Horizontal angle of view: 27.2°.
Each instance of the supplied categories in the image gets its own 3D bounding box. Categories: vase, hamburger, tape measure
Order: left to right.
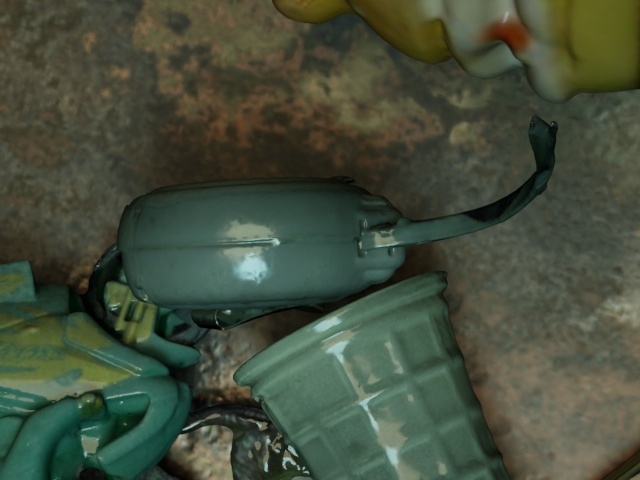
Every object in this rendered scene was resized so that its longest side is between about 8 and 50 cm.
[{"bbox_3d":[0.001,0.001,0.673,0.164,0.330,0.084,-9,92,-23],"label":"tape measure"},{"bbox_3d":[0.076,0.180,0.756,0.143,0.143,0.298,-27,81,5],"label":"vase"},{"bbox_3d":[0.094,-0.221,0.718,0.237,0.276,0.276,9,91,18],"label":"hamburger"}]

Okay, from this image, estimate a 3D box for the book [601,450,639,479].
[{"bbox_3d":[0.313,0.311,0.801,0.300,0.039,0.428,-39,86,5],"label":"book"}]

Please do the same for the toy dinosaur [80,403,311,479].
[{"bbox_3d":[-0.123,0.210,0.832,0.294,0.077,0.162,-19,84,-9],"label":"toy dinosaur"}]

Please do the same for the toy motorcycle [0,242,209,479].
[{"bbox_3d":[-0.194,0.103,0.792,0.297,0.109,0.198,-10,63,-10],"label":"toy motorcycle"}]
